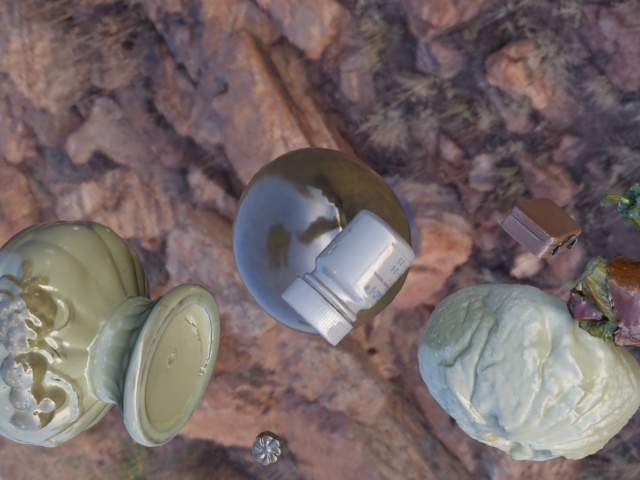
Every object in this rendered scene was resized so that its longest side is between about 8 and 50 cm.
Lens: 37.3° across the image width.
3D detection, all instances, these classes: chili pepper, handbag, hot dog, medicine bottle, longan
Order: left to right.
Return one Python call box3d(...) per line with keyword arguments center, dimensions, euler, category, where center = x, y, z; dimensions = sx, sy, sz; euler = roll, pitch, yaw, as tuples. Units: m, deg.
box3d(center=(0.000, 0.000, 1.586), dimensions=(0.319, 0.319, 0.319), euler=(42, 151, 30), category="longan")
box3d(center=(0.038, 0.048, 1.278), dimensions=(0.105, 0.168, 0.105), euler=(43, 175, 5), category="medicine bottle")
box3d(center=(0.528, -0.029, 2.240), dimensions=(0.151, 0.193, 0.072), euler=(47, 121, 24), category="handbag")
box3d(center=(0.444, 0.090, 1.284), dimensions=(0.213, 0.103, 0.146), euler=(-1, 129, 26), category="hot dog")
box3d(center=(0.459, -0.035, 1.296), dimensions=(0.204, 0.072, 0.073), euler=(34, -167, -21), category="chili pepper")

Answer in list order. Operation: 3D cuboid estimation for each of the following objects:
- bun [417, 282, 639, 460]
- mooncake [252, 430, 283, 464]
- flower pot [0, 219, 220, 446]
box3d(center=(0.320, 0.224, 1.516), dimensions=(0.353, 0.227, 0.349), euler=(23, 162, 12), category="bun")
box3d(center=(-0.131, 0.500, 1.602), dimensions=(0.057, 0.150, 0.346), euler=(74, -168, -71), category="mooncake")
box3d(center=(-0.285, 0.132, 1.227), dimensions=(0.244, 0.307, 0.307), euler=(12, 137, 18), category="flower pot")
